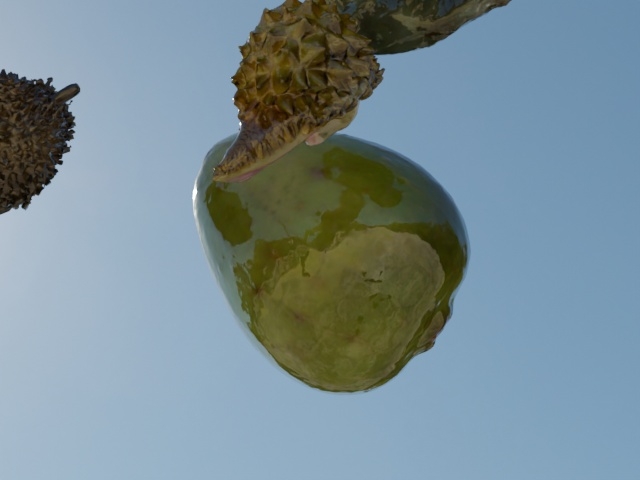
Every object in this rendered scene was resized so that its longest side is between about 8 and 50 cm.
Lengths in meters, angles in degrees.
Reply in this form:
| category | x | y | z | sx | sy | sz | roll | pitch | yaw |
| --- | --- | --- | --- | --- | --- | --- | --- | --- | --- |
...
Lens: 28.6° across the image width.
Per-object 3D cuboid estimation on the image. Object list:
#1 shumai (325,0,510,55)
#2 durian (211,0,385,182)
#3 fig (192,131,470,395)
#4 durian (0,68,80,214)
| category | x | y | z | sx | sy | sz | roll | pitch | yaw |
| --- | --- | --- | --- | --- | --- | --- | --- | --- | --- |
| shumai | 0.069 | -0.365 | 1.184 | 0.309 | 0.304 | 0.263 | 11 | -37 | 40 |
| durian | -0.016 | -0.124 | 1.088 | 0.078 | 0.224 | 0.140 | 6 | -40 | 40 |
| fig | 0.000 | 0.000 | 1.320 | 0.258 | 0.326 | 0.258 | -38 | -24 | -21 |
| durian | -0.339 | -0.115 | 1.326 | 0.196 | 0.196 | 0.167 | -24 | -75 | 19 |
